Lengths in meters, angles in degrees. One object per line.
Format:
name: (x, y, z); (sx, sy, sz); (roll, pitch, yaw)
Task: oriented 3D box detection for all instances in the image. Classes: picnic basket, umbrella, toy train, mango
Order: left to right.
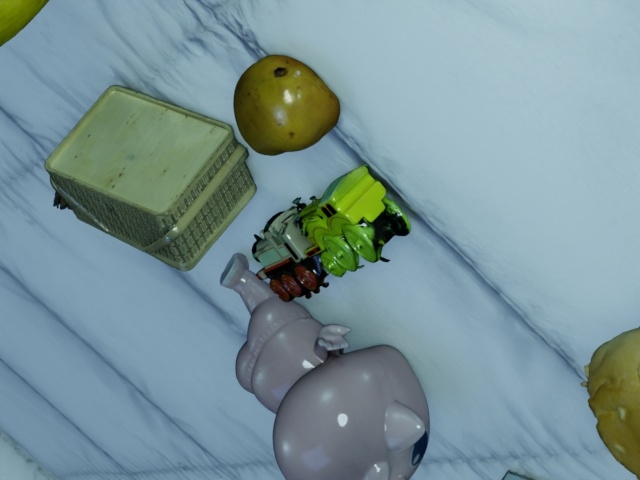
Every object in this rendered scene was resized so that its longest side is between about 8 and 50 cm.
umbrella: (-0.285, -0.054, 1.627); (0.031, 0.020, 0.083); (35, 151, 8)
picnic basket: (-0.150, -0.058, 1.298); (0.164, 0.115, 0.079); (24, 155, 31)
mango: (-0.030, -0.099, 1.116); (0.080, 0.060, 0.114); (41, 161, 2)
toy train: (0.000, 0.000, 1.268); (0.085, 0.053, 0.249); (49, 156, -4)

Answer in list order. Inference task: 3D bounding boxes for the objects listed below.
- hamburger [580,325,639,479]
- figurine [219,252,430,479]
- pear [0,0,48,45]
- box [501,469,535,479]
hamburger: (0.315, 0.121, 0.909); (0.282, 0.155, 0.245); (4, 132, 45)
figurine: (0.008, 0.138, 1.426); (0.186, 0.176, 0.287); (4, -154, -44)
pear: (-0.288, -0.256, 0.839); (0.362, 0.362, 0.418); (35, 151, 9)
box: (0.326, 0.332, 1.396); (0.325, 0.047, 0.180); (16, 148, 43)
